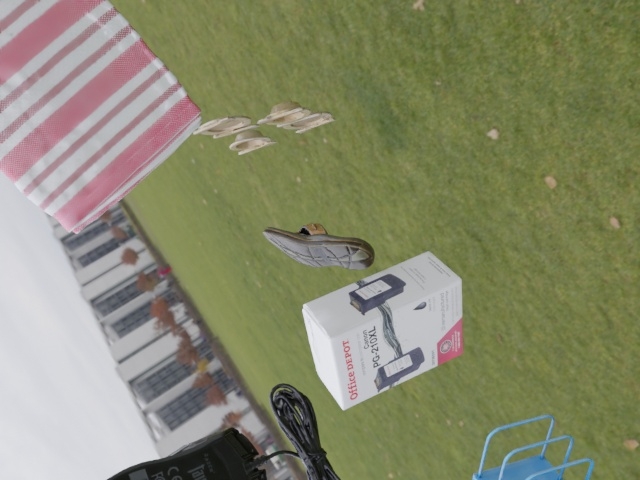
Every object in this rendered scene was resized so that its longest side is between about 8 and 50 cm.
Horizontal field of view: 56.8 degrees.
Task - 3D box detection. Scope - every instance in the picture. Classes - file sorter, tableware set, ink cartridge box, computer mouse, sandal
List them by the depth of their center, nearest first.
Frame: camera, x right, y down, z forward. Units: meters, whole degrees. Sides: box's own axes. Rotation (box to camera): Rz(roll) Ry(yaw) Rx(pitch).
[{"bbox_3d":[-0.093,0.279,0.589,0.184,0.262,0.060,59,149,14],"label":"computer mouse"},{"bbox_3d":[-0.064,-0.139,0.725,0.169,0.141,0.020,-8,-95,-74],"label":"tableware set"},{"bbox_3d":[0.299,0.325,0.761,0.170,0.118,0.104,-125,33,-56],"label":"file sorter"},{"bbox_3d":[0.107,0.146,0.968,0.100,0.237,0.171,48,155,51],"label":"ink cartridge box"},{"bbox_3d":[0.000,0.000,1.006,0.219,0.060,0.090,3,145,39],"label":"sandal"}]

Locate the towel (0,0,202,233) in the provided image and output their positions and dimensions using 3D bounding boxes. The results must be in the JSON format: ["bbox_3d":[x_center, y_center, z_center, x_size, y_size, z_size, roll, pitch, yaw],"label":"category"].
[{"bbox_3d":[-0.200,-0.119,0.436,0.197,0.144,0.029,50,170,-25],"label":"towel"}]
